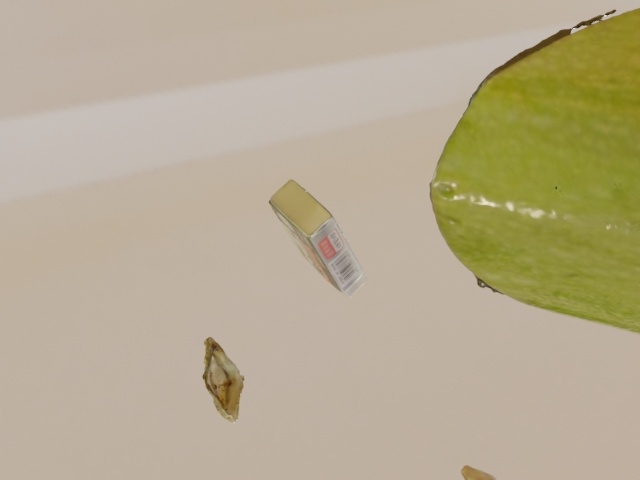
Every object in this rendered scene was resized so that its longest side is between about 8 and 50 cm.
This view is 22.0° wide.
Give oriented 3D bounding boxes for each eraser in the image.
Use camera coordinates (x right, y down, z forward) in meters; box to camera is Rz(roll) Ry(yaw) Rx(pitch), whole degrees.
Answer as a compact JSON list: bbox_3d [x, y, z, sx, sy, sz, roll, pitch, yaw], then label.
[{"bbox_3d":[0.000,0.000,1.289,0.052,0.029,0.122,44,172,28],"label":"eraser"}]

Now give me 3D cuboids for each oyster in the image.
[{"bbox_3d":[-0.110,0.155,1.804,0.051,0.034,0.093,32,-135,-54],"label":"oyster"}]

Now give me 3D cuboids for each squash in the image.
[{"bbox_3d":[0.187,-0.056,0.967,0.155,0.237,0.204,27,-160,24],"label":"squash"}]

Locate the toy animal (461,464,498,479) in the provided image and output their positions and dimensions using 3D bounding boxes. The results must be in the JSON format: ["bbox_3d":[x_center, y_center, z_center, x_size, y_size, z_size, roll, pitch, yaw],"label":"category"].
[{"bbox_3d":[0.137,0.298,1.368,0.184,0.185,0.104,41,-152,0],"label":"toy animal"}]
